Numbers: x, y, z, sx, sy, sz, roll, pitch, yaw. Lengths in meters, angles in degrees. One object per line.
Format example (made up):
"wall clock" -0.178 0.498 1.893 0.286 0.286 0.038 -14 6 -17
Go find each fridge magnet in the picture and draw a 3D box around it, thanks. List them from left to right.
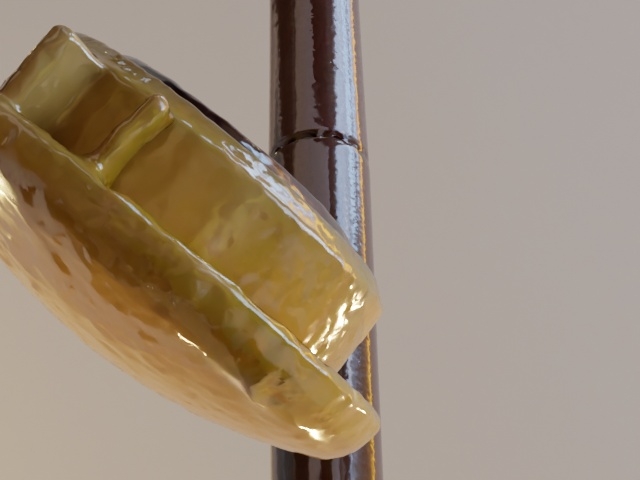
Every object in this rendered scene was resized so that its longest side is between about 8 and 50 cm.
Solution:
"fridge magnet" -0.040 0.000 0.410 0.143 0.143 0.063 36 -96 24

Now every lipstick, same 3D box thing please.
"lipstick" 0.000 0.000 0.859 0.057 0.057 0.356 -11 -129 13
